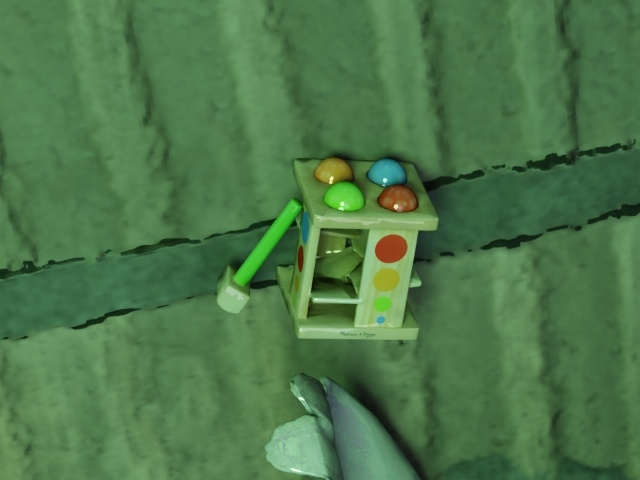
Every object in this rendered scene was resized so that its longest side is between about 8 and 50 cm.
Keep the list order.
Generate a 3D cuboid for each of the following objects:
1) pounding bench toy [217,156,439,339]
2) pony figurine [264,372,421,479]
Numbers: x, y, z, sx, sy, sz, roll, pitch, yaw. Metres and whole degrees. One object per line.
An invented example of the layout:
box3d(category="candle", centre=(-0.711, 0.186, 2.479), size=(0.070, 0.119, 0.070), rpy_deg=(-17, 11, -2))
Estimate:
box3d(category="pounding bench toy", centre=(0.000, 0.000, 0.814), size=(0.083, 0.052, 0.065), rpy_deg=(1, 119, -13))
box3d(category="pony figurine", centre=(0.056, 0.253, 0.878), size=(0.363, 0.303, 0.351), rpy_deg=(-38, 152, 7))
